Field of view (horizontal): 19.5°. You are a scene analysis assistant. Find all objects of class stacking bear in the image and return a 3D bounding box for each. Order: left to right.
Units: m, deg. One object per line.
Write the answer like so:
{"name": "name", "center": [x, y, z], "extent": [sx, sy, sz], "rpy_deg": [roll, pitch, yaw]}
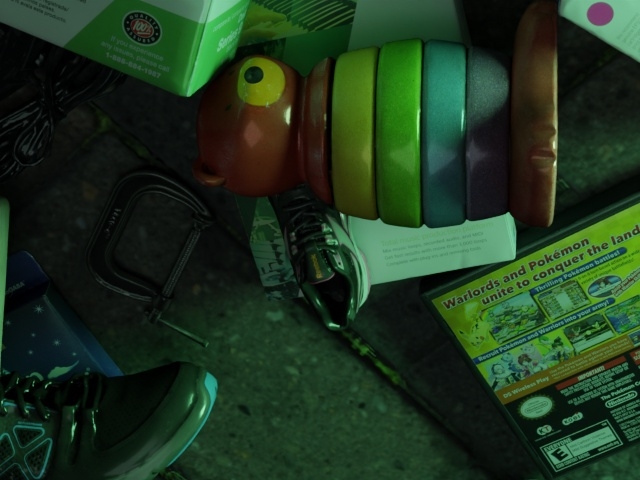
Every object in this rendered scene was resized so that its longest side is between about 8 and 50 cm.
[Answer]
{"name": "stacking bear", "center": [0.042, -0.089, 1.492], "extent": [0.289, 0.175, 0.164], "rpy_deg": [1, 148, 6]}

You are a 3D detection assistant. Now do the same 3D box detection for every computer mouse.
{"name": "computer mouse", "center": [-0.315, -0.181, 1.586], "extent": [0.188, 0.072, 0.272], "rpy_deg": [-39, 123, 21]}

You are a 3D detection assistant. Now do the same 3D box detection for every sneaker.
{"name": "sneaker", "center": [-0.259, 0.177, 1.718], "extent": [0.341, 0.125, 0.139], "rpy_deg": [-23, 112, 15]}
{"name": "sneaker", "center": [0.000, 0.000, 1.596], "extent": [0.072, 0.077, 0.178], "rpy_deg": [-20, 117, 15]}

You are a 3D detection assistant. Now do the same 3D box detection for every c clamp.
{"name": "c clamp", "center": [-0.144, 0.011, 1.713], "extent": [0.137, 0.022, 0.160], "rpy_deg": [21, 122, -2]}

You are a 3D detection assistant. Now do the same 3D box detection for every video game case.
{"name": "video game case", "center": [0.270, 0.078, 1.713], "extent": [0.275, 0.035, 0.248], "rpy_deg": [-26, 116, 19]}

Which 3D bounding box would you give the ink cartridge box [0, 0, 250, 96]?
{"name": "ink cartridge box", "center": [-0.139, -0.289, 1.433], "extent": [0.211, 0.121, 0.289], "rpy_deg": [24, 117, 10]}

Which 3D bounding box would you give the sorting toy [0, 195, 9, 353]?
{"name": "sorting toy", "center": [-0.418, 0.077, 1.654], "extent": [0.255, 0.089, 0.257], "rpy_deg": [8, 101, 14]}

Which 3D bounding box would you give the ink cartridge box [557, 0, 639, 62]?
{"name": "ink cartridge box", "center": [0.283, -0.186, 1.471], "extent": [0.371, 0.175, 0.069], "rpy_deg": [31, 119, -14]}

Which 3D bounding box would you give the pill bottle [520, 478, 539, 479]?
{"name": "pill bottle", "center": [0.221, 0.325, 1.829], "extent": [0.094, 0.094, 0.169], "rpy_deg": [-22, 117, 16]}

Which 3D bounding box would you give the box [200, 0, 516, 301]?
{"name": "box", "center": [0.025, -0.108, 1.606], "extent": [0.232, 0.058, 0.322], "rpy_deg": [-11, 118, 11]}

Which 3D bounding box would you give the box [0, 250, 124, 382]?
{"name": "box", "center": [-0.272, 0.126, 1.782], "extent": [0.136, 0.036, 0.225], "rpy_deg": [-26, 114, 18]}
